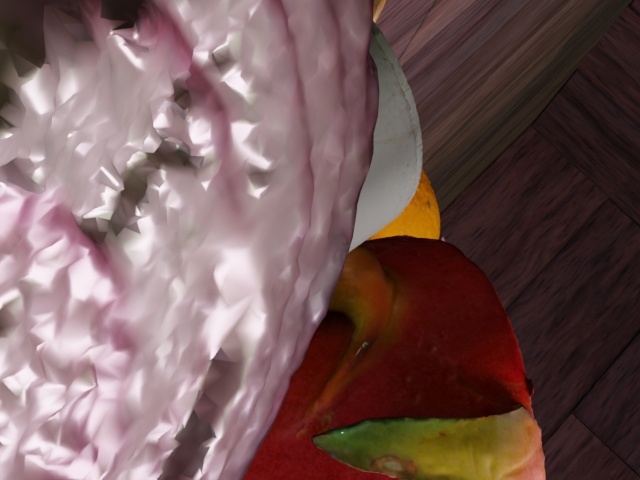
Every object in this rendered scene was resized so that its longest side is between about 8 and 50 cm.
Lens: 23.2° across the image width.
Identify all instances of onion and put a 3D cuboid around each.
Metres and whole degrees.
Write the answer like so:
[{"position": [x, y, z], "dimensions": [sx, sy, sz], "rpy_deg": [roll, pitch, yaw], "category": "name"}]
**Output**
[{"position": [-0.099, -0.020, 0.378], "dimensions": [0.280, 0.146, 0.314], "rpy_deg": [-63, 150, -19], "category": "onion"}]

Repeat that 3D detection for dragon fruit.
[{"position": [0.001, 0.127, 0.964], "dimensions": [0.189, 0.290, 0.290], "rpy_deg": [1, 156, -16], "category": "dragon fruit"}]

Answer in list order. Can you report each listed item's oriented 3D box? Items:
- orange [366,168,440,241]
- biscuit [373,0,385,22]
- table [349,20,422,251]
[{"position": [0.000, 0.000, 1.148], "dimensions": [0.193, 0.161, 0.193], "rpy_deg": [-42, 176, -4], "category": "orange"}, {"position": [-0.012, -0.085, 0.788], "dimensions": [0.216, 0.047, 0.339], "rpy_deg": [-65, -177, -31], "category": "biscuit"}, {"position": [-0.080, -0.007, 0.573], "dimensions": [0.220, 0.126, 0.126], "rpy_deg": [-35, 169, -30], "category": "table"}]
